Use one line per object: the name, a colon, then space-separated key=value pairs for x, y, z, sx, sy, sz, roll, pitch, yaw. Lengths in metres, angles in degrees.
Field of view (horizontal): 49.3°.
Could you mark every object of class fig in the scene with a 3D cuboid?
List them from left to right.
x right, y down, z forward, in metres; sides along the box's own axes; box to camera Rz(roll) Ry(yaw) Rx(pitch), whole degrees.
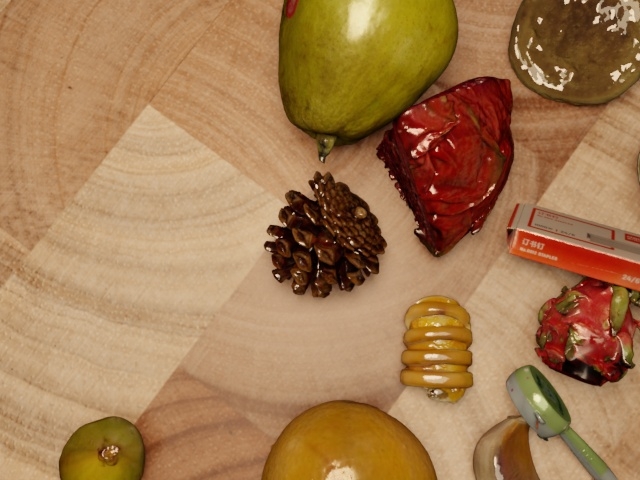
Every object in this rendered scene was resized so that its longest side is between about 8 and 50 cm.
fig: x=-0.348 y=0.354 z=1.122 sx=0.136 sy=0.121 sz=0.153 roll=30 pitch=107 yaw=0

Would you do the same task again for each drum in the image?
drum: x=0.393 y=0.300 z=1.136 sx=0.049 sy=0.130 sz=0.253 roll=-39 pitch=112 yaw=19

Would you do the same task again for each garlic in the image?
garlic: x=0.321 y=0.389 z=1.112 sx=0.128 sy=0.090 sz=0.198 roll=-23 pitch=77 yaw=-14

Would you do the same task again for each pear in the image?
pear: x=0.058 y=-0.304 z=1.118 sx=0.287 sy=0.287 sz=0.375 roll=19 pitch=92 yaw=4

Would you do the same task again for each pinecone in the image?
pinecone: x=0.000 y=0.000 z=1.130 sx=0.207 sy=0.208 sz=0.208 roll=0 pitch=82 yaw=2

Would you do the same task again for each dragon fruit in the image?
dragon fruit: x=0.172 y=-0.130 z=1.103 sx=0.240 sy=0.330 sz=0.302 roll=1 pitch=84 yaw=24
dragon fruit: x=0.437 y=0.139 z=1.108 sx=0.166 sy=0.160 sz=0.172 roll=17 pitch=81 yaw=47

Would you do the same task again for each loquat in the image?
loquat: x=0.037 y=0.369 z=1.045 sx=0.274 sy=0.275 sz=0.275 roll=0 pitch=82 yaw=2

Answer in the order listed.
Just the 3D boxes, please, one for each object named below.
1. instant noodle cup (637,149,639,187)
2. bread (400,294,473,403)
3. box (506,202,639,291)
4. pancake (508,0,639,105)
instant noodle cup: x=0.669 y=-0.113 z=1.132 sx=0.274 sy=0.091 sz=0.274 roll=1 pitch=66 yaw=-2
bread: x=0.192 y=0.177 z=1.146 sx=0.119 sy=0.084 sz=0.177 roll=2 pitch=78 yaw=1
box: x=0.418 y=0.007 z=1.124 sx=0.229 sy=0.123 sz=0.050 roll=18 pitch=118 yaw=16
pancake: x=0.429 y=-0.339 z=1.174 sx=0.242 sy=0.050 sz=0.242 roll=9 pitch=109 yaw=26
